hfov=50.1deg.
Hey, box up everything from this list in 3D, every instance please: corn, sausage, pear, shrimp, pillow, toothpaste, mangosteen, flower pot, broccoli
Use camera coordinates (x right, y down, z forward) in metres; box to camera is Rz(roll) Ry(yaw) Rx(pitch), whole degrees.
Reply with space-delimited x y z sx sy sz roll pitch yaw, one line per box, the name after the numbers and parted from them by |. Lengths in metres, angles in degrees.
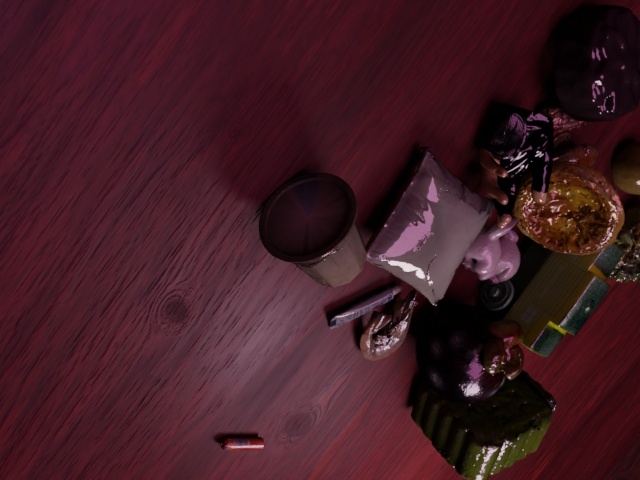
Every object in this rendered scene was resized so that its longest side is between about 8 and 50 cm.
0.658 -0.328 1.791 0.237 0.079 0.079 -17 126 -33 | corn
-0.204 0.516 1.738 0.129 0.034 0.034 12 110 -40 | sausage
0.943 -0.212 2.025 0.167 0.136 0.167 -15 123 -26 | pear
0.623 -0.181 1.855 0.294 0.062 0.154 -14 141 -13 | shrimp
0.169 0.221 1.790 0.145 0.059 0.254 -9 135 -24 | shrimp
0.267 -0.025 1.659 0.312 0.119 0.310 30 90 -36 | pillow
0.116 0.164 1.740 0.216 0.037 0.062 -27 147 -18 | toothpaste
0.403 0.306 1.864 0.288 0.288 0.288 -18 127 -26 | mangosteen
0.000 0.000 1.453 0.212 0.212 0.202 -40 143 -8 | flower pot
1.046 0.032 2.171 0.324 0.334 0.272 -42 102 -31 | broccoli

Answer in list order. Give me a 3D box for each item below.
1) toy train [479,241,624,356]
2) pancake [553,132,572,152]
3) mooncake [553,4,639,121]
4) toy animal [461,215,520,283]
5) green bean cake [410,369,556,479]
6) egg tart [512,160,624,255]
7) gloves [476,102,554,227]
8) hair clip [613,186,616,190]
0.651 0.117 1.933 0.179 0.272 0.442 26 101 -47 | toy train
0.654 -0.242 1.881 0.115 0.011 0.115 -18 127 -26 | pancake
0.694 -0.428 1.663 0.283 0.141 0.283 -10 106 -38 | mooncake
0.456 0.019 1.828 0.178 0.127 0.193 -50 133 -2 | toy animal
0.475 0.502 2.010 0.319 0.335 0.218 -16 127 -33 | green bean cake
0.642 -0.093 1.773 0.115 0.290 0.290 -53 144 -41 | egg tart
0.476 -0.179 1.674 0.197 0.152 0.301 13 85 -7 | gloves
0.880 -0.069 2.129 0.056 0.062 0.214 3 115 -2 | hair clip
